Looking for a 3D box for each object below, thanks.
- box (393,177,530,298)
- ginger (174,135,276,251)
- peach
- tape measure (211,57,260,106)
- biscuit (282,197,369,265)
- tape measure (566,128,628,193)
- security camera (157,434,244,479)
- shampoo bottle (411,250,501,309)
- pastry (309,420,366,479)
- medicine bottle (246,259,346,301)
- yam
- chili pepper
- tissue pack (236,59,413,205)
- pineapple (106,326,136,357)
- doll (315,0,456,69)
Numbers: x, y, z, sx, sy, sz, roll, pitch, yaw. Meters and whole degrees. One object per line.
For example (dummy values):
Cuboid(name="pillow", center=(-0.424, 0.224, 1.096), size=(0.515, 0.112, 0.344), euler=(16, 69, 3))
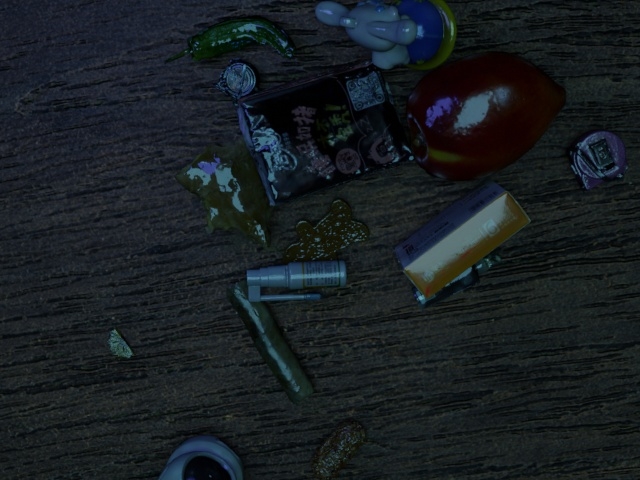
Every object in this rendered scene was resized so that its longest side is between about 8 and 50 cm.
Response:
Cuboid(name="box", center=(0.291, -0.011, 1.771), size=(0.274, 0.221, 0.091), euler=(-37, 99, 9))
Cuboid(name="ginger", center=(-0.174, -0.097, 1.828), size=(0.219, 0.123, 0.270), euler=(-38, 101, -9))
Cuboid(name="peach", center=(0.349, -0.262, 1.737), size=(0.361, 0.201, 0.258), euler=(-14, 97, 4))
Cuboid(name="tape measure", center=(-0.177, -0.347, 1.823), size=(0.091, 0.054, 0.094), euler=(43, 105, -6))
Cuboid(name="biscuit", center=(0.000, 0.000, 1.877), size=(0.205, 0.031, 0.138), euler=(-39, 107, 8))
Cuboid(name="tape measure", center=(0.600, -0.177, 1.802), size=(0.118, 0.074, 0.125), euler=(-29, 98, 6))
Cuboid(name="security camera", center=(-0.278, 0.566, 1.879), size=(0.194, 0.236, 0.195), euler=(1, 99, 5))
Cuboid(name="shampoo bottle", center=(0.306, 0.084, 1.862), size=(0.207, 0.063, 0.057), euler=(-29, 108, 6))
Cuboid(name="pastry", center=(0.039, 0.495, 1.938), size=(0.087, 0.063, 0.169), euler=(35, 98, -5))
Cuboid(name="medicine bottle", center=(-0.053, 0.093, 1.857), size=(0.220, 0.061, 0.092), euler=(-2, 108, -3))
Cuboid(name="yam", center=(-0.113, 0.231, 1.903), size=(0.071, 0.067, 0.317), euler=(-33, 95, -23))
Cuboid(name="chili pepper", center=(-0.195, -0.423, 1.794), size=(0.278, 0.122, 0.065), euler=(-9, 138, 1))
Cuboid(name="tissue pack", center=(0.004, -0.231, 1.773), size=(0.332, 0.123, 0.245), euler=(-20, 93, -12))
Cuboid(name="pineapple", center=(-0.472, 0.245, 1.946), size=(0.045, 0.019, 0.083), euler=(-30, 99, 4))
Cuboid(name="doll", center=(0.135, -0.432, 1.741), size=(0.311, 0.242, 0.160), euler=(25, 132, 36))
